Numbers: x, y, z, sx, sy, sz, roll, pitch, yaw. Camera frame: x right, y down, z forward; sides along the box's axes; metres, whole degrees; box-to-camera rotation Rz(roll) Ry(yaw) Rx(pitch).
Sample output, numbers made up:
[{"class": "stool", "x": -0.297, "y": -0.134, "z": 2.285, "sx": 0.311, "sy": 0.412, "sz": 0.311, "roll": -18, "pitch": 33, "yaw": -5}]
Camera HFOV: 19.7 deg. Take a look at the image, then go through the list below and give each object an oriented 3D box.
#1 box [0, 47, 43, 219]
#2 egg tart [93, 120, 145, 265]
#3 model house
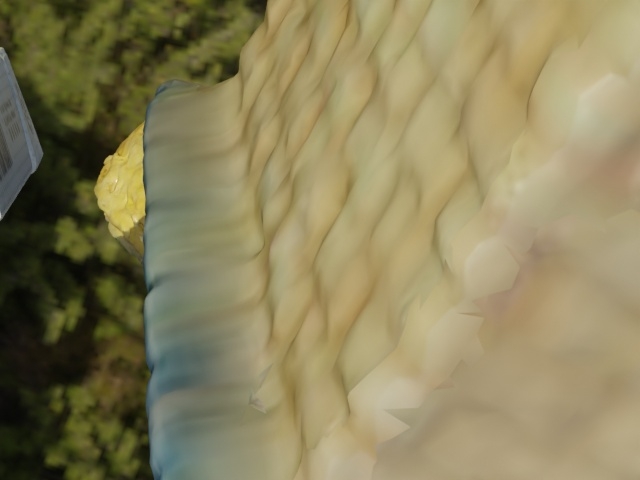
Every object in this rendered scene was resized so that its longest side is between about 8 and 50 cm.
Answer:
[{"class": "box", "x": -0.299, "y": -0.044, "z": 1.180, "sx": 0.210, "sy": 0.330, "sz": 0.095, "roll": -18, "pitch": 101, "yaw": -2}, {"class": "egg tart", "x": 0.000, "y": 0.000, "z": 1.765, "sx": 0.443, "sy": 0.443, "sz": 0.178, "roll": -26, "pitch": 137, "yaw": -45}, {"class": "model house", "x": 0.131, "y": 0.074, "z": 0.731, "sx": 0.445, "sy": 0.395, "sz": 0.400, "roll": 26, "pitch": 110, "yaw": -22}]
